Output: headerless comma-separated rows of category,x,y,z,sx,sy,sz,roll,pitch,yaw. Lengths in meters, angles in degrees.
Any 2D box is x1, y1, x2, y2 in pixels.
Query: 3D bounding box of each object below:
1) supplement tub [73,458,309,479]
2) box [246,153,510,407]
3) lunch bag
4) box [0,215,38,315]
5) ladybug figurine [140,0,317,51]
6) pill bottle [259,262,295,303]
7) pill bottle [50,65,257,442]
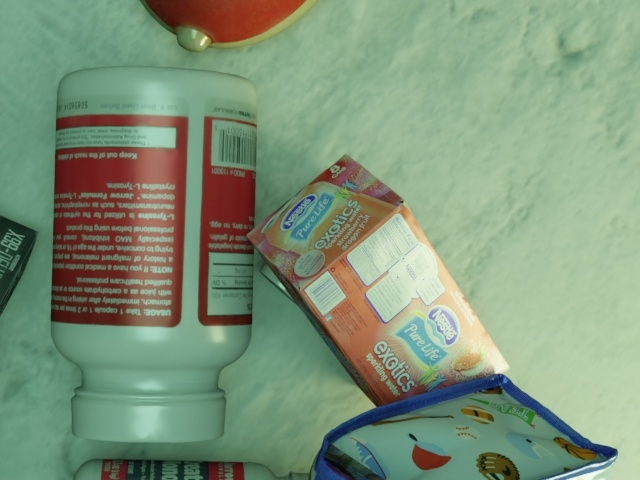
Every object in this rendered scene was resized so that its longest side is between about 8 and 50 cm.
supplement tub,-0.148,0.347,1.825,0.272,0.191,0.191,2,89,-5
box,0.069,0.070,1.806,0.154,0.142,0.300,-40,128,-5
lunch bag,0.106,0.350,1.699,0.385,0.239,0.328,-5,117,-46
box,-0.479,0.059,1.760,0.242,0.307,0.076,23,131,-6
ladybug figurine,-0.083,-0.437,1.858,0.305,0.162,0.449,14,88,-5
pill bottle,0.000,0.000,1.897,0.086,0.086,0.152,42,85,-4
pill bottle,-0.189,0.017,1.808,0.229,0.229,0.408,2,89,-5
